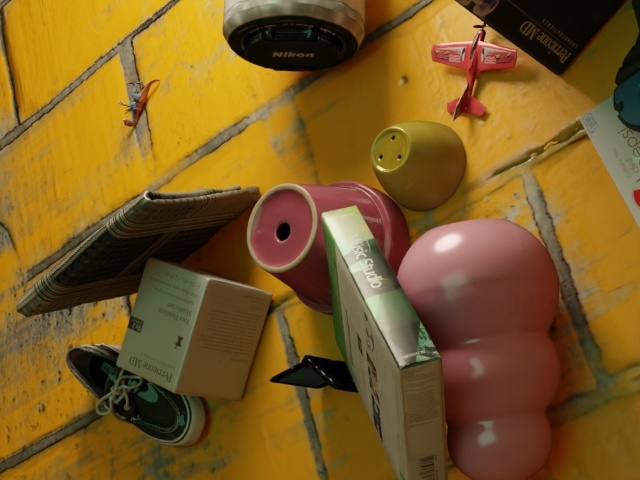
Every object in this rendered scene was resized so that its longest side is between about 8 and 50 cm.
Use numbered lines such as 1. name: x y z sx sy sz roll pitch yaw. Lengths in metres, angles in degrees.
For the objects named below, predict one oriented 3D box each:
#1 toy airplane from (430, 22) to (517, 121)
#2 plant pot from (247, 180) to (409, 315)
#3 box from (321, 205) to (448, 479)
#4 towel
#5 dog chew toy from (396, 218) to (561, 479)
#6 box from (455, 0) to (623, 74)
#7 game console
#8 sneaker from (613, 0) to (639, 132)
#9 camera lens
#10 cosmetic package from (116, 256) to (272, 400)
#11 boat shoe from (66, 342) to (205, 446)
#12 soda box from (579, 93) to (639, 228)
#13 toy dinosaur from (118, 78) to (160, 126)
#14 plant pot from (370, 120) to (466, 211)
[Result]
1. toy airplane: 0.219 -0.240 1.511 0.151 0.028 0.151 -12 71 38
2. plant pot: 0.000 0.000 1.526 0.201 0.180 0.201 -12 71 36
3. box: 0.078 0.136 1.335 0.058 0.232 0.322 -15 38 -10
4. towel: -0.282 0.004 1.673 0.312 0.324 0.056 -38 77 24
5. dog chew toy: 0.208 0.145 1.316 0.206 0.206 0.332 -15 77 35
6. box: 0.303 -0.460 1.329 0.395 0.293 0.212 -51 52 17
7. game console: 0.010 0.207 1.500 0.107 0.122 0.071 39 104 38
8. sneaker: 0.451 -0.276 1.271 0.125 0.140 0.341 7 80 60
9. camera lens: -0.038 -0.415 1.640 0.219 0.219 0.274 -9 73 37
10. cosmetic package: -0.199 0.141 1.667 0.151 0.151 0.183 15 88 41
11. boat shoe: -0.318 0.250 1.766 0.306 0.105 0.113 32 99 40
12. soda box: 0.403 -0.077 1.289 0.069 0.074 0.216 -35 59 27
13. toy dinosaur: -0.344 -0.255 1.966 0.090 0.047 0.082 -5 94 28
14. plant pot: 0.126 -0.118 1.510 0.134 0.095 0.134 -12 70 36
